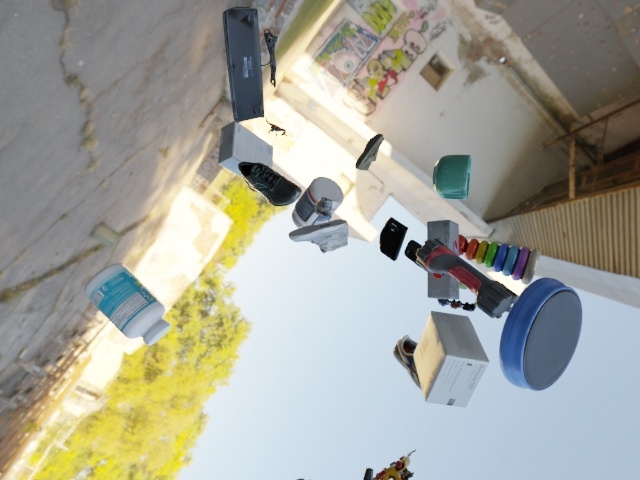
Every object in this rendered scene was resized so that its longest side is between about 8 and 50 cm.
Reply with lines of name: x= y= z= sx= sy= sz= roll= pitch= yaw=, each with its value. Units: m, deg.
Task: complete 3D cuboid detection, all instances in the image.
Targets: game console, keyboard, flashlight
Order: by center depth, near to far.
flashlight: x=0.412 y=0.109 z=1.175 sx=0.304 sy=0.103 sz=0.103 roll=49 pitch=-53 yaw=46
keyboard: x=-0.208 y=-0.540 z=1.239 sx=0.033 sy=0.317 sz=0.201 roll=24 pitch=-144 yaw=36
game console: x=0.446 y=0.051 z=2.027 sx=0.044 sy=0.361 sz=0.213 roll=-26 pitch=142 yaw=-37

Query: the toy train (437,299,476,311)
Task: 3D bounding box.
toy train: x=0.521 y=0.249 z=1.548 sx=0.158 sy=0.027 sz=0.036 roll=7 pitch=-126 yaw=46

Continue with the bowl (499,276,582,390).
bowl: x=0.756 y=0.322 z=1.353 sx=0.391 sy=0.391 sz=0.077 roll=-54 pitch=-147 yaw=-12

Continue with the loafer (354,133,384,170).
loafer: x=0.179 y=-0.308 z=1.411 sx=0.148 sy=0.050 sz=0.056 roll=-53 pitch=-151 yaw=21

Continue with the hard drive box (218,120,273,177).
hard drive box: x=-0.311 y=-0.365 z=1.702 sx=0.089 sy=0.232 sz=0.181 roll=-16 pitch=-117 yaw=33

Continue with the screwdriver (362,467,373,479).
screwdriver: x=0.100 y=0.626 z=0.939 sx=0.025 sy=0.024 sz=0.170 roll=106 pitch=-2 yaw=-66

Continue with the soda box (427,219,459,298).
soda box: x=0.453 y=0.072 z=1.477 sx=0.091 sy=0.098 sz=0.286 roll=-5 pitch=-101 yaw=37

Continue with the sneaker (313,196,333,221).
sneaker: x=0.013 y=-0.106 z=1.267 sx=0.058 sy=0.052 sz=0.135 roll=-57 pitch=-157 yaw=13

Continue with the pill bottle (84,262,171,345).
pill bottle: x=-0.598 y=0.207 z=1.265 sx=0.146 sy=0.264 sz=0.146 roll=-45 pitch=177 yaw=-3

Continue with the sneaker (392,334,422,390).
sneaker: x=0.464 y=0.576 z=1.843 sx=0.126 sy=0.321 sz=0.127 roll=-16 pitch=135 yaw=-36

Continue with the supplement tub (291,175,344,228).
supplement tub: x=-0.019 y=-0.182 z=2.077 sx=0.272 sy=0.191 sz=0.191 roll=-48 pitch=-168 yaw=45

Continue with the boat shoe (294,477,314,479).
boat shoe: x=-0.029 y=0.506 z=0.754 sx=0.094 sy=0.302 sz=0.109 roll=-81 pitch=-166 yaw=-51

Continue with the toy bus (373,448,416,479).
toy bus: x=0.318 y=0.971 z=1.646 sx=0.191 sy=0.104 sz=0.202 roll=-17 pitch=149 yaw=-27

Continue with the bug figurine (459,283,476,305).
bug figurine: x=0.716 y=0.243 z=1.923 sx=0.072 sy=0.216 sz=0.279 roll=-50 pitch=-128 yaw=12

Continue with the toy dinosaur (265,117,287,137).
toy dinosaur: x=-0.158 y=-0.397 z=1.435 sx=0.082 sy=0.090 sz=0.047 roll=3 pitch=-135 yaw=48

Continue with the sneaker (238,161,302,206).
sneaker: x=-0.175 y=-0.189 z=1.308 sx=0.267 sy=0.106 sz=0.101 roll=23 pitch=-109 yaw=37

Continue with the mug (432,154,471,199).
mug: x=0.386 y=-0.176 z=1.180 sx=0.097 sy=0.157 sz=0.129 roll=6 pitch=-132 yaw=23

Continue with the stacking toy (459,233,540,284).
stacking toy: x=0.641 y=0.057 z=1.529 sx=0.141 sy=0.330 sz=0.141 roll=-47 pitch=145 yaw=-47

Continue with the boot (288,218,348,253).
boot: x=0.000 y=0.000 z=1.625 sx=0.258 sy=0.123 sz=0.095 roll=-13 pitch=-158 yaw=-18

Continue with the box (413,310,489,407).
box: x=0.353 y=0.325 z=1.110 sx=0.182 sy=0.119 sz=0.181 roll=-88 pitch=-171 yaw=-62
